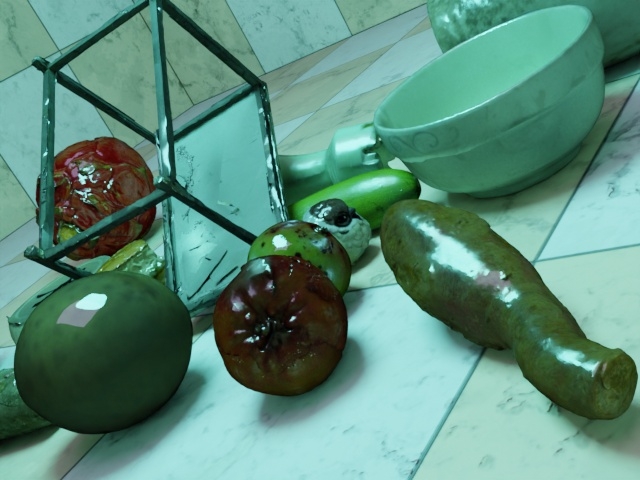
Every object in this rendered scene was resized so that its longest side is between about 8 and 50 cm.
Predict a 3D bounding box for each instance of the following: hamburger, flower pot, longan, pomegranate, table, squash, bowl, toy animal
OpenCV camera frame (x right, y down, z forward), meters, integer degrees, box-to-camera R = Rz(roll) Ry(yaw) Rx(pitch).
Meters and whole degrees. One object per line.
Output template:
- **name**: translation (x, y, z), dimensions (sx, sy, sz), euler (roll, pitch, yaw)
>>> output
- **hamburger**: translation (-0.314, 0.072, 1.291), dimensions (0.155, 0.135, 0.207), euler (-29, 22, -16)
- **flower pot**: translation (0.361, -0.372, 1.274), dimensions (0.330, 0.294, 0.293), euler (-29, 16, 28)
- **longan**: translation (-0.260, 0.135, 0.971), dimensions (0.220, 0.197, 0.196), euler (-25, 18, -2)
- **pomegranate**: translation (-0.031, 0.048, 1.000), dimensions (0.129, 0.129, 0.159), euler (-48, -13, -44)
- **table**: translation (-0.217, -0.111, 1.104), dimensions (0.222, 0.272, 0.335), euler (-26, 55, 22)
- **squash**: translation (0.015, -0.035, 1.177), dimensions (0.292, 0.082, 0.082), euler (-22, 20, 26)
- **bowl**: translation (0.234, -0.166, 1.069), dimensions (0.307, 0.163, 0.307), euler (-26, 19, 10)
- **toy animal**: translation (0.000, 0.000, 1.094), dimensions (0.137, 0.098, 0.098), euler (-29, 17, 22)

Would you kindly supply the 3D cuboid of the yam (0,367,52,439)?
- **yam**: translation (-0.441, 0.231, 1.137), dimensions (0.183, 0.107, 0.107), euler (-17, 21, 23)

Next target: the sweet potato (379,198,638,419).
- **sweet potato**: translation (0.152, 0.050, 0.726), dimensions (0.109, 0.109, 0.385), euler (-32, 30, -7)

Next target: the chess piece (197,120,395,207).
- **chess piece**: translation (-0.033, -0.099, 1.298), dimensions (0.299, 0.195, 0.194), euler (-13, 23, 19)

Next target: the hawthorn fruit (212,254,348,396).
- **hawthorn fruit**: translation (-0.036, 0.090, 0.869), dimensions (0.148, 0.148, 0.172), euler (-26, -9, 9)

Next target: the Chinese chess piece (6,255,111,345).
- **Chinese chess piece**: translation (-0.443, 0.122, 1.440), dimensions (0.237, 0.092, 0.238), euler (-27, 19, 10)

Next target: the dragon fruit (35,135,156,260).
- **dragon fruit**: translation (-0.501, -0.093, 1.827), dimensions (0.277, 0.277, 0.342), euler (-26, 24, 12)
